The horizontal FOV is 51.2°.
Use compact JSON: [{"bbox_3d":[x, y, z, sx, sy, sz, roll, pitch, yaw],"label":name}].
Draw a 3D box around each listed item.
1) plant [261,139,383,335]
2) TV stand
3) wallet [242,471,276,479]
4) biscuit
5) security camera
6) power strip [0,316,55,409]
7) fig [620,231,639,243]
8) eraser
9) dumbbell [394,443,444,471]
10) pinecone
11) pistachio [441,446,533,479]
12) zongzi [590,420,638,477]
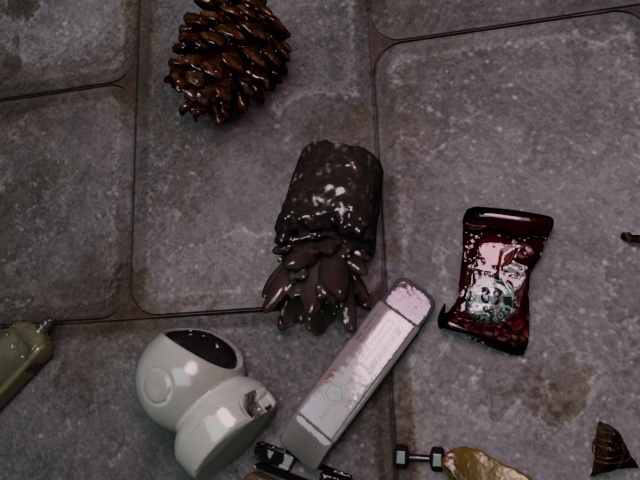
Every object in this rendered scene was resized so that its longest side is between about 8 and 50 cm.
[{"bbox_3d":[0.000,0.000,1.146,0.194,0.181,0.321,8,75,15],"label":"plant"},{"bbox_3d":[0.003,0.401,1.125,0.249,0.036,0.042,16,80,16],"label":"TV stand"},{"bbox_3d":[-0.102,0.481,1.131,0.117,0.039,0.153,18,83,14],"label":"wallet"},{"bbox_3d":[0.291,0.062,1.119,0.151,0.063,0.236,12,83,16],"label":"biscuit"},{"bbox_3d":[-0.208,0.255,1.132,0.194,0.194,0.236,-45,69,0],"label":"security camera"},{"bbox_3d":[-0.646,0.290,1.293,0.387,0.066,0.092,-47,70,2],"label":"power strip"},{"bbox_3d":[0.599,-0.028,1.019,0.202,0.149,0.148,-6,37,-1],"label":"fig"},{"bbox_3d":[0.064,0.221,1.126,0.089,0.061,0.352,36,81,19],"label":"eraser"},{"bbox_3d":[0.163,0.357,1.097,0.083,0.036,0.040,0,77,13],"label":"dumbbell"},{"bbox_3d":[-0.167,-0.340,1.236,0.224,0.224,0.273,26,83,17],"label":"pinecone"},{"bbox_3d":[0.269,0.395,1.057,0.172,0.049,0.090,25,63,19],"label":"pistachio"},{"bbox_3d":[0.441,0.333,1.030,0.073,0.067,0.083,-30,90,-2],"label":"zongzi"}]
